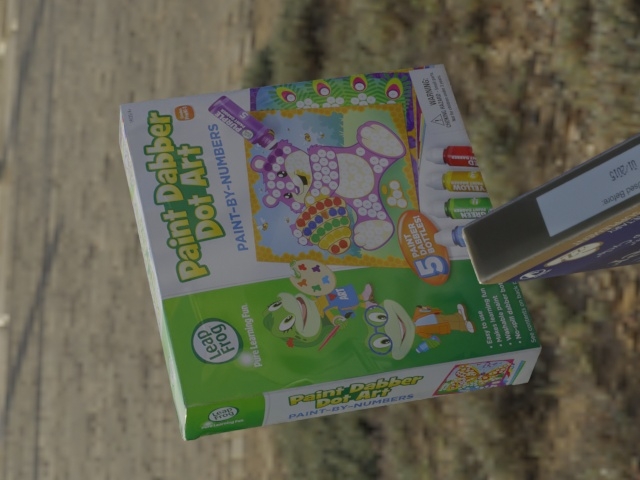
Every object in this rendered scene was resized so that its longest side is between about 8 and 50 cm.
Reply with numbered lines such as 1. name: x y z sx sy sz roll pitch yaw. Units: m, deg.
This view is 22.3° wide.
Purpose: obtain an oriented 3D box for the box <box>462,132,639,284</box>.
1. box: 0.193 -0.025 0.820 0.136 0.225 0.036 -30 75 42

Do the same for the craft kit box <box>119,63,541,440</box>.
1. craft kit box: 0.000 0.000 1.133 0.061 0.246 0.250 96 161 -58
